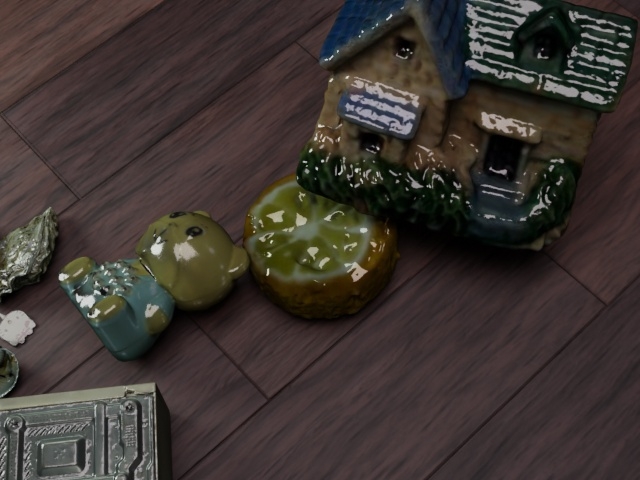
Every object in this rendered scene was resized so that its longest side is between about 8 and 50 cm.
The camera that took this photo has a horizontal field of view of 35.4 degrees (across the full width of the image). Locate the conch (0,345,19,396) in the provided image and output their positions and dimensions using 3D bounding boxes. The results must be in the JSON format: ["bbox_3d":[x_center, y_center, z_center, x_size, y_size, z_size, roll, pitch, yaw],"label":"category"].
[{"bbox_3d":[-0.507,0.201,1.562,0.076,0.056,0.085,11,92,-11],"label":"conch"}]

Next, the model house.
[{"bbox_3d":[0.229,-0.266,1.540,0.445,0.400,0.395,19,41,7],"label":"model house"}]

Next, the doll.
[{"bbox_3d":[-0.248,0.061,1.566,0.261,0.161,0.177,-37,45,-14],"label":"doll"}]

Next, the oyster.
[{"bbox_3d":[-0.493,0.026,1.656,0.177,0.064,0.125,-43,53,-7],"label":"oyster"}]

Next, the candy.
[{"bbox_3d":[0.000,0.000,1.615,0.260,0.118,0.260,-1,60,2],"label":"candy"}]

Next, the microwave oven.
[{"bbox_3d":[-0.343,0.319,1.444,0.241,0.145,0.194,-6,59,-1],"label":"microwave oven"}]

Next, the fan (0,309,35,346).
[{"bbox_3d":[-0.503,0.131,1.616,0.083,0.004,0.056,36,70,4],"label":"fan"}]
